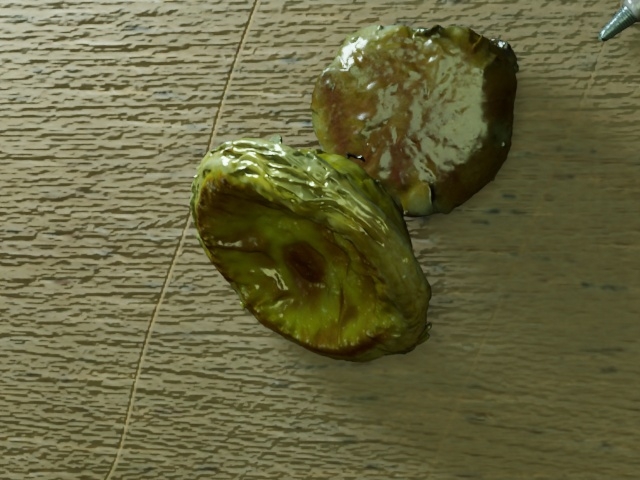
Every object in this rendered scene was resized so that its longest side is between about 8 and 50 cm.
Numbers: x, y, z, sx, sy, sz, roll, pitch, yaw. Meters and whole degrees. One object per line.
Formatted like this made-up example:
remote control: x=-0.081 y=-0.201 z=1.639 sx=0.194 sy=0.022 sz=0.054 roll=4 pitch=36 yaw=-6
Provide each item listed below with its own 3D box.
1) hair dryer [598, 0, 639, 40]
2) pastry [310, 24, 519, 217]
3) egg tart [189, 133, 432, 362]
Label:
hair dryer: x=0.400 y=-0.274 z=1.310 sx=0.195 sy=0.053 sz=0.220 roll=37 pitch=96 yaw=4
pastry: x=0.106 y=-0.139 z=1.325 sx=0.229 sy=0.100 sz=0.218 roll=-33 pitch=84 yaw=12
egg tart: x=0.000 y=0.000 z=1.297 sx=0.295 sy=0.295 sz=0.116 roll=36 pitch=53 yaw=5
